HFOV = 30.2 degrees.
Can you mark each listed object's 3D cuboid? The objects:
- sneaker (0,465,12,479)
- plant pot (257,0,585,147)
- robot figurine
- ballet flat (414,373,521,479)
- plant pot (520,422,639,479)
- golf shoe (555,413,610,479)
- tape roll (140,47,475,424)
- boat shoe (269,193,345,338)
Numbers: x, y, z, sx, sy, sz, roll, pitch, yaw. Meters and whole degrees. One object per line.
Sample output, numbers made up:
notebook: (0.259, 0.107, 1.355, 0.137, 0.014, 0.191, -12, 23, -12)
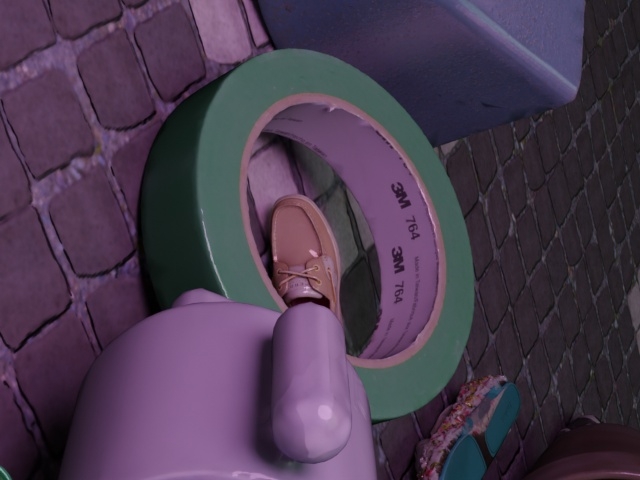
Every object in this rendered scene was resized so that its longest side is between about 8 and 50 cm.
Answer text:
sneaker: (-0.219, 0.183, 0.641, 0.109, 0.123, 0.296, -54, 131, -49)
plant pot: (0.079, -0.260, 1.135, 0.252, 0.247, 0.248, 28, 60, -36)
robot figurine: (-0.062, 0.174, 0.714, 0.353, 0.199, 0.300, -92, -156, -58)
ballet flat: (0.151, 0.229, 1.319, 0.241, 0.077, 0.091, -37, 116, -53)
plant pot: (0.358, 0.372, 1.472, 0.280, 0.323, 0.323, -54, 132, -71)
golf shoe: (0.412, 0.385, 1.722, 0.120, 0.105, 0.273, -22, 105, -66)
tape roll: (0.000, 0.000, 1.004, 0.321, 0.077, 0.321, 21, 58, -38)
boat shoe: (-0.012, 0.044, 1.071, 0.059, 0.063, 0.170, -49, 127, -76)
